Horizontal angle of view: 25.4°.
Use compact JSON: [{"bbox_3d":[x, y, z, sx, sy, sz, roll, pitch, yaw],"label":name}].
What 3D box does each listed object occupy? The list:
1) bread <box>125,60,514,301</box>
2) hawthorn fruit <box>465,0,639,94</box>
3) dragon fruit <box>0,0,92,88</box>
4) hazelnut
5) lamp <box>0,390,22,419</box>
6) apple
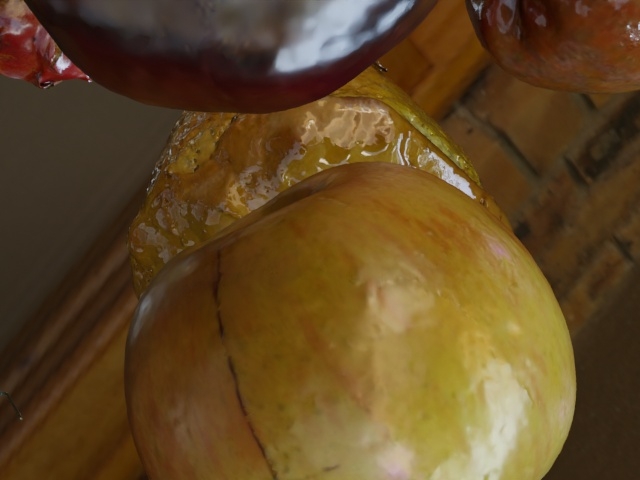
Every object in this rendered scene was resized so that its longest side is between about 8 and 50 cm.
[{"bbox_3d":[0.000,0.000,1.474,0.398,0.398,0.215,-26,-143,17],"label":"bread"},{"bbox_3d":[0.291,-0.260,1.334,0.277,0.298,0.277,-28,-127,44],"label":"hawthorn fruit"},{"bbox_3d":[-0.289,-0.208,1.191,0.125,0.246,0.125,-140,-115,-67],"label":"dragon fruit"},{"bbox_3d":[-0.036,-0.147,0.635,0.208,0.208,0.208,-13,-120,24],"label":"hazelnut"},{"bbox_3d":[-0.374,0.153,1.582,0.041,0.121,0.054,-20,-135,-5],"label":"lamp"},{"bbox_3d":[0.014,0.082,0.875,0.286,0.286,0.233,-31,-88,14],"label":"apple"}]
